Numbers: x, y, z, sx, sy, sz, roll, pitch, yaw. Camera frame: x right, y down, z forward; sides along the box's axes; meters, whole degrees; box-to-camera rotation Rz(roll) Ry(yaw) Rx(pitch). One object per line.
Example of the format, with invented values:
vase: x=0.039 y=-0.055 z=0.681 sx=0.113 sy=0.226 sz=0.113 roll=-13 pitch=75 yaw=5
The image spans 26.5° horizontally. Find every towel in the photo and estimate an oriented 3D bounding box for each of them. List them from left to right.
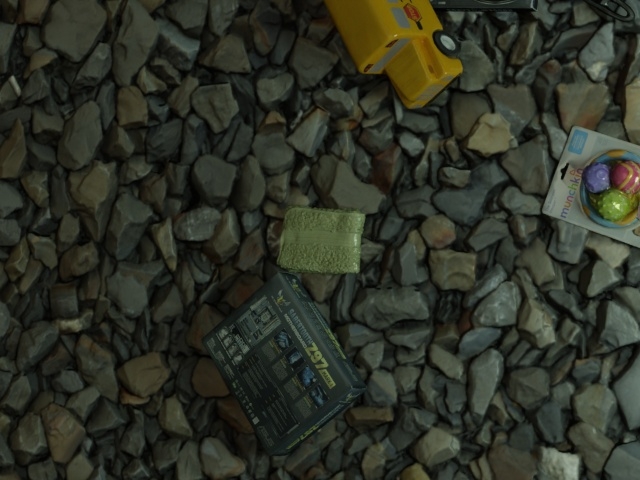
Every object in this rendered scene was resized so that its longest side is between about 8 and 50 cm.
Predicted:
towel: x=0.000 y=0.000 z=2.153 sx=0.148 sy=0.027 sz=0.110 roll=4 pitch=88 yaw=29

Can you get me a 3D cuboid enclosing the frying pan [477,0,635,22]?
frying pan: x=0.291 y=-0.396 z=1.993 sx=0.197 sy=0.053 sz=0.326 roll=-39 pitch=71 yaw=28

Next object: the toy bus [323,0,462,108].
toy bus: x=0.086 y=-0.363 z=2.070 sx=0.108 sy=0.130 sz=0.333 roll=-41 pitch=66 yaw=41

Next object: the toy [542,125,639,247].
toy: x=0.431 y=-0.069 z=1.910 sx=0.237 sy=0.056 sz=0.137 roll=22 pitch=94 yaw=28

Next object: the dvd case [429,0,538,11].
dvd case: x=0.255 y=-0.467 z=2.062 sx=0.179 sy=0.029 sz=0.239 roll=6 pitch=88 yaw=29

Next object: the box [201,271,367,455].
box: x=-0.060 y=0.194 z=2.147 sx=0.183 sy=0.059 sz=0.233 roll=-42 pitch=67 yaw=19
